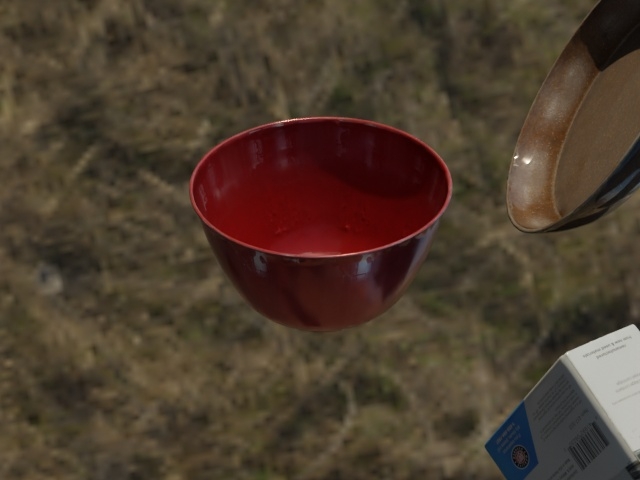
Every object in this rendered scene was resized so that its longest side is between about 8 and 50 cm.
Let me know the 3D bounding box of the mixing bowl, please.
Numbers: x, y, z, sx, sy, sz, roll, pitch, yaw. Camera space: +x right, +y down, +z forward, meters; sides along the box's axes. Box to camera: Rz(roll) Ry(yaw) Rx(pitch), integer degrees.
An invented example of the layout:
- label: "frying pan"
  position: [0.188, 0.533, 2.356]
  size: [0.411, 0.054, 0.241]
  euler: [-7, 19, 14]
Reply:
- label: "mixing bowl"
  position: [0.000, 0.000, 1.386]
  size: [0.181, 0.181, 0.098]
  euler: [-68, 161, -54]

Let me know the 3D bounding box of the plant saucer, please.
- label: "plant saucer"
  position: [0.156, -0.073, 1.046]
  size: [0.029, 0.168, 0.168]
  euler: [29, 43, -16]

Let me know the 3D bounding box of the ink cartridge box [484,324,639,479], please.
- label: "ink cartridge box"
  position: [0.223, 0.181, 1.435]
  size: [0.082, 0.140, 0.191]
  euler: [-21, 67, -35]
